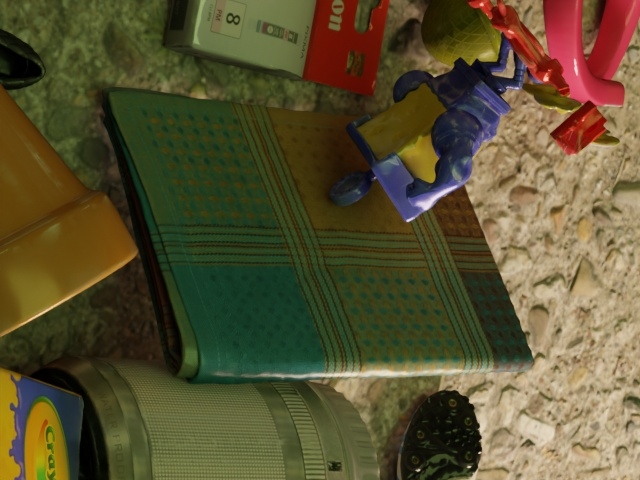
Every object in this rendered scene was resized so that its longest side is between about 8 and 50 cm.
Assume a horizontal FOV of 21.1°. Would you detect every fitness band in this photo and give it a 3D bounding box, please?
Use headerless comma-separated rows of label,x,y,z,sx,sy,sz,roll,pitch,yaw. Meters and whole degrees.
fitness band,0.260,-0.234,1.627,0.291,0.054,0.209,-3,101,-68

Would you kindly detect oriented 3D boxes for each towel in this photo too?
towel,0.000,0.000,1.474,0.370,0.040,0.271,3,57,-37

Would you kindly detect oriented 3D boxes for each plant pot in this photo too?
plant pot,-0.269,-0.025,1.279,0.205,0.205,0.188,-31,97,-29

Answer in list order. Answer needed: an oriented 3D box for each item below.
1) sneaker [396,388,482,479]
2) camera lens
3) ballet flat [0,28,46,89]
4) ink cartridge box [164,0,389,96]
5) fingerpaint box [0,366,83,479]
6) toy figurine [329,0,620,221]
sneaker,0.107,0.263,1.660,0.085,0.086,0.237,7,79,-9
camera lens,-0.117,0.207,1.390,0.274,0.219,0.219,6,92,-37
ballet flat,-0.291,-0.157,1.321,0.173,0.049,0.057,13,88,-36
ink cartridge box,-0.015,-0.238,1.510,0.232,0.066,0.189,10,90,-32
fingerpaint box,-0.309,0.288,1.069,0.371,0.163,0.445,33,52,-63
toy figurine,0.075,-0.126,1.477,0.217,0.362,0.191,-41,117,6
